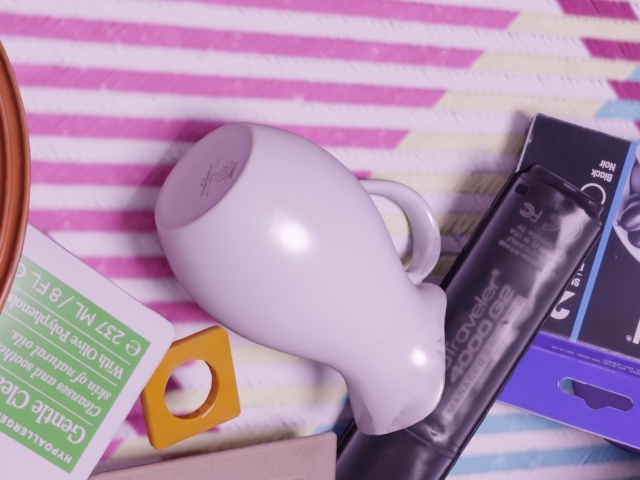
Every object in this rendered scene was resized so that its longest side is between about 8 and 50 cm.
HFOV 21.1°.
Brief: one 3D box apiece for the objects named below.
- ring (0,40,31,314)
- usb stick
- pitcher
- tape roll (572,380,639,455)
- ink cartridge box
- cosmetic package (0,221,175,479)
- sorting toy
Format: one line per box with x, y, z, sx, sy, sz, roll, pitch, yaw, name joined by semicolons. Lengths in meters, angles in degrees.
-0.309;-0.028;0.834;0.337;0.032;0.336;0;76;0;ring
0.095;0.078;1.176;0.077;0.045;0.278;33;91;0;usb stick
0.000;0.000;1.107;0.207;0.125;0.177;42;44;-31;pitcher
0.287;0.079;1.311;0.189;0.080;0.189;-5;99;-32;tape roll
0.217;0.037;1.210;0.206;0.045;0.208;17;88;9;ink cartridge box
-0.270;0.143;0.927;0.197;0.155;0.365;37;76;-31;cosmetic package
-0.077;0.216;1.116;0.196;0.047;0.347;-8;108;-33;sorting toy
